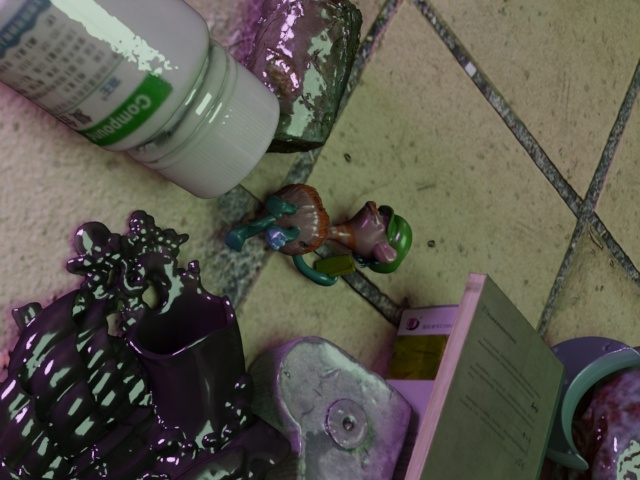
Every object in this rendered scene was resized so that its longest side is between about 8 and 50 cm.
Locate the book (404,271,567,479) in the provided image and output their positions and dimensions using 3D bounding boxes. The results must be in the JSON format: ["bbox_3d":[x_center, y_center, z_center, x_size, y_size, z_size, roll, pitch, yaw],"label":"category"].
[{"bbox_3d":[0.182,0.207,0.841,0.215,0.025,0.282,46,54,-31],"label":"book"}]

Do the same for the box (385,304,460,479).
[{"bbox_3d":[0.155,0.250,0.902,0.200,0.106,0.299,38,57,-37],"label":"box"}]

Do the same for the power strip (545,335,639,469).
[{"bbox_3d":[0.329,0.218,1.065,0.216,0.137,0.044,-52,130,-20],"label":"power strip"}]

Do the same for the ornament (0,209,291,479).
[{"bbox_3d":[-0.166,0.119,0.662,0.251,0.106,0.260,-34,109,-37],"label":"ornament"}]

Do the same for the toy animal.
[{"bbox_3d":[0.000,0.000,0.802,0.208,0.100,0.103,7,111,-50],"label":"toy animal"}]

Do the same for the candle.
[{"bbox_3d":[0.015,0.191,0.801,0.169,0.068,0.192,-5,76,-40],"label":"candle"}]

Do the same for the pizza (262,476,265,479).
[{"bbox_3d":[-0.094,0.363,0.756,0.292,0.058,0.197,-54,124,-25],"label":"pizza"}]

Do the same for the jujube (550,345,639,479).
[{"bbox_3d":[0.458,0.315,1.125,0.246,0.215,0.308,39,77,4],"label":"jujube"}]

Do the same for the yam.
[{"bbox_3d":[-0.022,-0.165,0.763,0.107,0.107,0.183,21,82,-40],"label":"yam"}]

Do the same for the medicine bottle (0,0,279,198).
[{"bbox_3d":[-0.152,-0.139,0.625,0.237,0.139,0.139,36,70,-38],"label":"medicine bottle"}]
